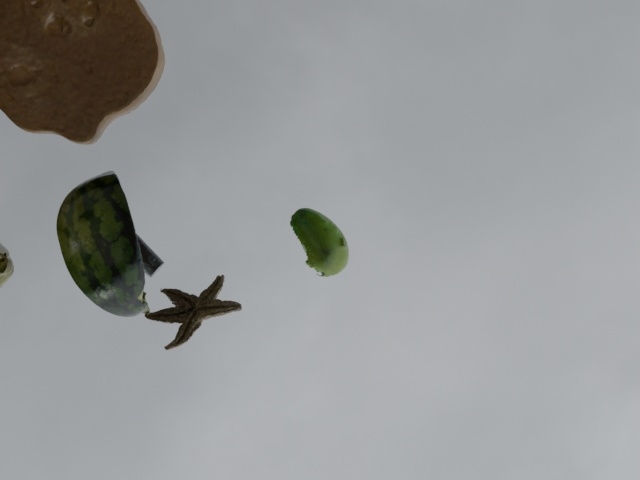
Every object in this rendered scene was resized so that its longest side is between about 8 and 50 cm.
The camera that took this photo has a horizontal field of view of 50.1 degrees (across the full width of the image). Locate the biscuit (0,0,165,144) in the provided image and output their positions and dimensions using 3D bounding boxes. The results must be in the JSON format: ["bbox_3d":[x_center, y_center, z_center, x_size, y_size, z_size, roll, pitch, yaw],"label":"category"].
[{"bbox_3d":[-0.533,-0.397,1.417,0.365,0.385,0.062,-50,-175,-1],"label":"biscuit"}]

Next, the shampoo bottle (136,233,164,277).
[{"bbox_3d":[-0.514,0.012,1.838,0.063,0.208,0.057,-45,-177,35],"label":"shampoo bottle"}]

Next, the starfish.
[{"bbox_3d":[-0.301,0.166,1.597,0.227,0.043,0.240,3,-140,23],"label":"starfish"}]

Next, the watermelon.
[{"bbox_3d":[-0.389,-0.007,1.297,0.128,0.159,0.303,-23,-99,31],"label":"watermelon"}]

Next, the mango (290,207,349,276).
[{"bbox_3d":[0.001,-0.001,1.586,0.100,0.178,0.119,-32,-168,18],"label":"mango"}]

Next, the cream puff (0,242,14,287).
[{"bbox_3d":[-0.980,0.042,1.764,0.270,0.323,0.274,-41,-152,-11],"label":"cream puff"}]
